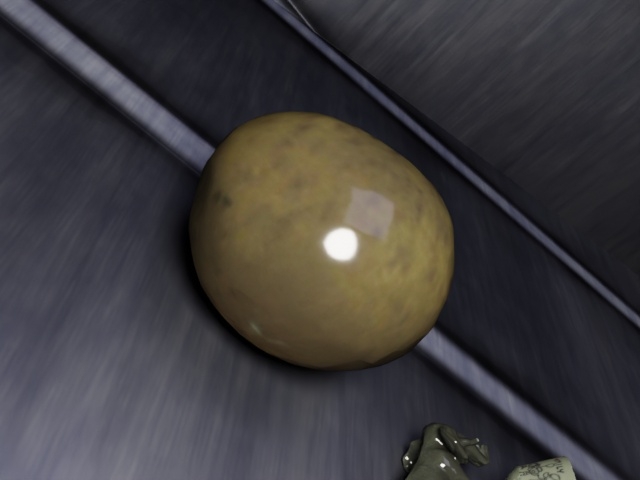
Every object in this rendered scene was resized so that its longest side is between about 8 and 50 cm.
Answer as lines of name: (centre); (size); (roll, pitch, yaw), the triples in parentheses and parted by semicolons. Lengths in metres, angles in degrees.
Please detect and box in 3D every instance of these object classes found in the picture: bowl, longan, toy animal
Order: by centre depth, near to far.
longan: (0.000, 0.000, 1.035); (0.404, 0.336, 0.405); (21, 32, -14)
toy animal: (0.184, 0.354, 1.035); (0.146, 0.114, 0.245); (45, 28, 0)
bowl: (0.314, 0.423, 1.069); (0.112, 0.212, 0.211); (0, 31, 8)
